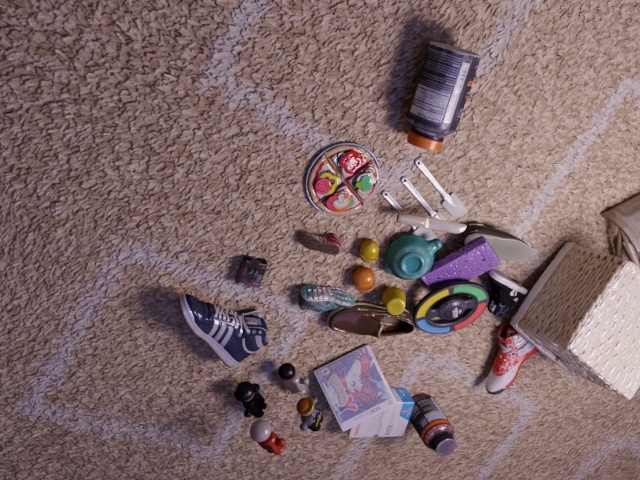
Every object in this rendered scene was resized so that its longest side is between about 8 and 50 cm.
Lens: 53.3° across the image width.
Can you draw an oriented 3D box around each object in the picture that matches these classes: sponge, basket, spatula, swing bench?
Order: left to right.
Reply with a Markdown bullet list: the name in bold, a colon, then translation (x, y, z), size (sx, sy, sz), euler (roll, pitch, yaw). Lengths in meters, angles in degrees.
- **spatula**: translation (0.282, -0.095, 1.732), size (0.168, 0.019, 0.242), euler (-43, 122, 7)
- **sponge**: translation (0.395, 0.077, 1.808), size (0.210, 0.031, 0.117), euler (-29, 134, 18)
- **basket**: translation (0.820, 0.231, 1.885), size (0.328, 0.266, 0.331), euler (38, 85, -21)
- **swing bench**: translation (1.030, -0.020, 1.940), size (0.253, 0.165, 0.254), euler (-29, 121, -2)

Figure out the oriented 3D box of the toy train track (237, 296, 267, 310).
- **toy train track**: translation (-0.182, 0.173, 1.717), size (0.083, 0.014, 0.048), euler (11, 112, -23)

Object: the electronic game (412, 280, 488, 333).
- **electronic game**: translation (0.383, 0.199, 1.871), size (0.230, 0.048, 0.229), euler (-9, 136, -9)

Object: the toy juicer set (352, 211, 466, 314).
- **toy juicer set**: translation (0.216, 0.031, 1.747), size (0.209, 0.089, 0.328), euler (30, 108, -11)

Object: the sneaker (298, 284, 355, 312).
- **sneaker**: translation (0.013, 0.169, 1.764), size (0.167, 0.065, 0.076), euler (11, 129, -20)

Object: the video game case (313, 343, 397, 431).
- **video game case**: translation (0.103, 0.436, 1.889), size (0.184, 0.023, 0.201), euler (-26, 90, -5)

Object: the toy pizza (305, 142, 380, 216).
- **toy pizza**: translation (0.061, -0.149, 1.620), size (0.202, 0.032, 0.201), euler (-8, 118, -15)

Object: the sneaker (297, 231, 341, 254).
- **sneaker**: translation (0.000, 0.000, 1.679), size (0.119, 0.067, 0.042), euler (21, 114, 5)

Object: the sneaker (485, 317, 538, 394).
- **sneaker**: translation (0.591, 0.359, 2.034), size (0.145, 0.090, 0.270), euler (38, 96, -30)

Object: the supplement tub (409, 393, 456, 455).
- **supplement tub**: translation (0.351, 0.582, 2.003), size (0.106, 0.198, 0.105), euler (-8, 119, -14)

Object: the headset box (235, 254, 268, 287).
- **headset box**: translation (-0.181, 0.085, 1.661), size (0.062, 0.032, 0.083), euler (13, 110, -24)

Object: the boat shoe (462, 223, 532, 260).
- **boat shoe**: translation (0.506, 0.001, 1.826), size (0.228, 0.068, 0.081), euler (13, 130, -24)

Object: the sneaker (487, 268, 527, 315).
- **sneaker**: translation (0.531, 0.164, 1.886), size (0.217, 0.079, 0.121), euler (23, 107, -49)

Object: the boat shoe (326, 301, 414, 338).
- **boat shoe**: translation (0.149, 0.231, 1.812), size (0.258, 0.095, 0.095), euler (-2, 117, -18)

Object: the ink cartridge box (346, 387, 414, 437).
- **ink cartridge box**: translation (0.179, 0.537, 1.989), size (0.191, 0.082, 0.139), euler (6, 114, -19)

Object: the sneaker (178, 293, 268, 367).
- **sneaker**: translation (-0.241, 0.208, 1.660), size (0.153, 0.099, 0.282), euler (-27, 129, 6)

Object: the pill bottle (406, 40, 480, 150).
- **pill bottle**: translation (0.285, -0.343, 1.538), size (0.131, 0.130, 0.245), euler (6, 115, -22)

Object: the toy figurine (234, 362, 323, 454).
- **toy figurine**: translation (-0.115, 0.460, 1.773), size (0.210, 0.213, 0.148), euler (-28, 136, -2)
